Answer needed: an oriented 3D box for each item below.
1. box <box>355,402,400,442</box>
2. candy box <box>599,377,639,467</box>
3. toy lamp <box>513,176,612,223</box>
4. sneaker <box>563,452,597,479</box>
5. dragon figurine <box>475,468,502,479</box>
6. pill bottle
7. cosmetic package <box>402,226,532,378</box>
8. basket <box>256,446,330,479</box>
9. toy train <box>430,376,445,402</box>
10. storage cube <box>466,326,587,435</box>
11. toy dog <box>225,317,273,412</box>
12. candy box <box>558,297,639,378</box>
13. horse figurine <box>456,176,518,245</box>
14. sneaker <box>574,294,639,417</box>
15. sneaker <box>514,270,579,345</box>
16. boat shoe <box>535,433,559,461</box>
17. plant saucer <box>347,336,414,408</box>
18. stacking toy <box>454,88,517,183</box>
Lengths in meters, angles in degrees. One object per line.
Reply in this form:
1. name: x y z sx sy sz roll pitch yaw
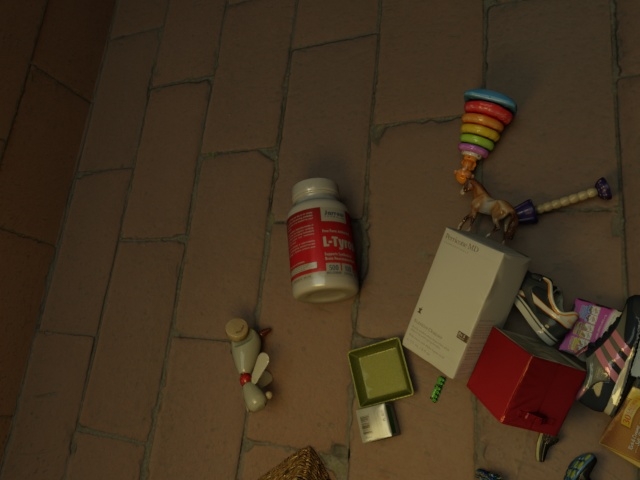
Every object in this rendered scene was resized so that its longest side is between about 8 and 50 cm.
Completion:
1. box: 0.179 0.566 1.597 0.102 0.087 0.101 -21 65 18
2. candy box: 0.878 0.501 1.239 0.317 0.088 0.182 29 109 30
3. toy lamp: 0.724 -0.115 1.565 0.275 0.080 0.080 -19 66 17
4. sneaker: 0.681 0.647 1.342 0.078 0.067 0.188 21 81 9
5. dragon figurine: 0.515 0.745 1.370 0.289 0.085 0.144 36 91 32
6. pill bottle: 0.000 0.000 1.798 0.229 0.229 0.406 -15 67 22
7. cosmetic package: 0.415 0.177 1.483 0.217 0.156 0.384 29 108 49
8. basket: -0.093 0.852 1.634 0.299 0.223 0.213 -40 93 9
9. toy train: 0.360 0.458 1.585 0.024 0.017 0.083 20 83 40
10. storage cube: 0.541 0.369 1.365 0.215 0.184 0.193 -132 62 -72
11. toy dog: -0.222 0.424 1.809 0.161 0.220 0.333 -15 71 -13
12. candy box: 0.794 0.270 1.399 0.234 0.071 0.159 19 84 31
13. horse figurine: 0.528 -0.080 1.614 0.263 0.066 0.174 35 103 52
14. sneaker: 0.734 0.278 1.320 0.131 0.112 0.318 18 85 34
15. sneaker: 0.608 0.141 1.487 0.127 0.126 0.321 -46 50 19
16. boat shoe: 0.625 0.532 1.404 0.049 0.056 0.152 11 78 34
17. plant saucer: 0.196 0.427 1.661 0.188 0.045 0.188 -21 65 19
18. stacking toy: 0.522 -0.331 1.711 0.175 0.166 0.301 20 94 18
